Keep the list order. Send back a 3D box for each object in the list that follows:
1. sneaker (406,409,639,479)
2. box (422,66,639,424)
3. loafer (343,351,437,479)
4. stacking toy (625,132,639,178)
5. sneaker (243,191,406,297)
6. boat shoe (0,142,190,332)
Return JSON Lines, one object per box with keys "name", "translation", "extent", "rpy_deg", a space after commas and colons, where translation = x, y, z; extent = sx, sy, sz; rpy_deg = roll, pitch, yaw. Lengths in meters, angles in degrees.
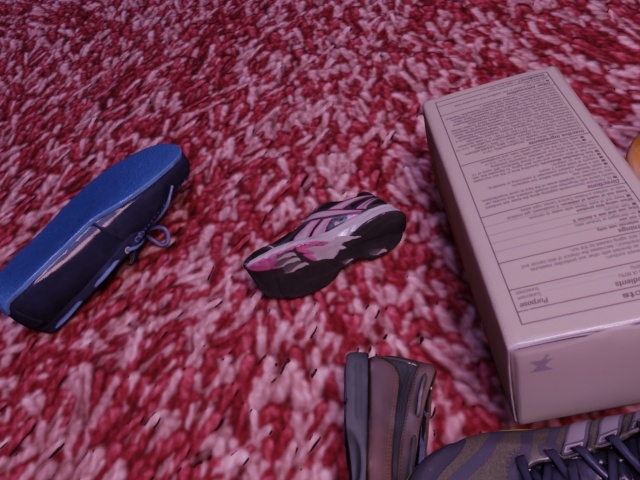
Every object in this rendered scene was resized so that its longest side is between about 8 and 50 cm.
{"name": "sneaker", "translation": [0.198, 0.153, 0.357], "extent": [0.300, 0.121, 0.111], "rpy_deg": [-7, 51, -9]}
{"name": "box", "translation": [0.196, -0.014, 0.490], "extent": [0.148, 0.121, 0.311], "rpy_deg": [-13, 45, 10]}
{"name": "loafer", "translation": [0.061, 0.202, 0.400], "extent": [0.084, 0.096, 0.267], "rpy_deg": [-2, 50, 2]}
{"name": "stacking toy", "translation": [0.346, -0.103, 0.440], "extent": [0.165, 0.302, 0.175], "rpy_deg": [-30, 50, -11]}
{"name": "sneaker", "translation": [0.000, 0.000, 0.593], "extent": [0.178, 0.072, 0.077], "rpy_deg": [-20, 39, -14]}
{"name": "boat shoe", "translation": [-0.250, -0.008, 0.631], "extent": [0.258, 0.089, 0.109], "rpy_deg": [-44, 44, -16]}
